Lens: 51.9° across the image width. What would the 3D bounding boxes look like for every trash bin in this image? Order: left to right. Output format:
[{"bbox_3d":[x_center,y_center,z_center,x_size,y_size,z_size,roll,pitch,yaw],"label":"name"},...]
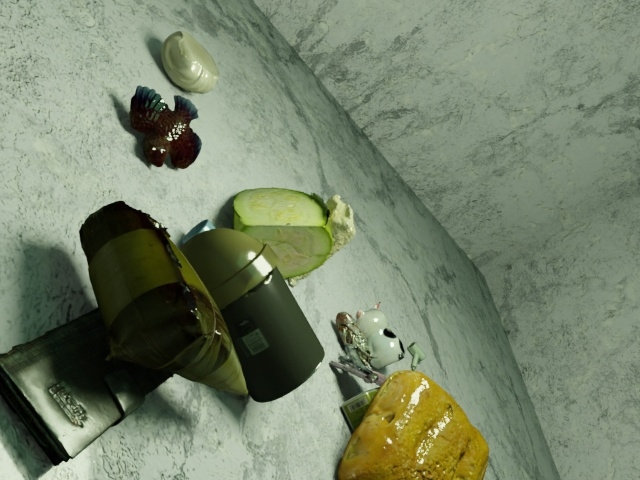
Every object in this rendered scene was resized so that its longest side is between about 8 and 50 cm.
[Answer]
[{"bbox_3d":[-0.146,0.125,1.259,0.334,0.214,0.214,56,20,-15],"label":"trash bin"}]

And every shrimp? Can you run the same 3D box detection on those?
[{"bbox_3d":[0.098,0.280,1.784,0.074,0.073,0.190,-14,74,-35],"label":"shrimp"}]

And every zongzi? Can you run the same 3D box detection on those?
[{"bbox_3d":[-0.246,0.107,1.087,0.289,0.154,0.317,60,2,35],"label":"zongzi"}]

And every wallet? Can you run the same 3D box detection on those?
[{"bbox_3d":[-0.330,0.189,0.977,0.169,0.044,0.317,54,18,1],"label":"wallet"}]

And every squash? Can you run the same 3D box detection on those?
[{"bbox_3d":[-0.101,-0.076,1.642,0.210,0.233,0.309,97,-10,-47],"label":"squash"}]

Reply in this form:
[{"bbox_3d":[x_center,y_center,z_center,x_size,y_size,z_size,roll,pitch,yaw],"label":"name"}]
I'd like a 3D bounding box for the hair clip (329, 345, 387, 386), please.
[{"bbox_3d":[0.114,0.331,1.665,0.146,0.056,0.187,23,6,-40],"label":"hair clip"}]

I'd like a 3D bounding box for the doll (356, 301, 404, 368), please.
[{"bbox_3d":[0.168,0.282,1.899,0.110,0.107,0.181,-10,60,-46],"label":"doll"}]

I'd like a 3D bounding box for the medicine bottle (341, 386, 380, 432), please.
[{"bbox_3d":[0.143,0.460,1.595,0.189,0.088,0.132,63,19,17],"label":"medicine bottle"}]

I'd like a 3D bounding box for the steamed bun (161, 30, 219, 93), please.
[{"bbox_3d":[-0.365,-0.482,1.818,0.183,0.106,0.183,50,18,-22],"label":"steamed bun"}]

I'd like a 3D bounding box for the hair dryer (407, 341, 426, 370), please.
[{"bbox_3d":[0.310,0.391,2.171,0.063,0.038,0.124,52,28,-9],"label":"hair dryer"}]

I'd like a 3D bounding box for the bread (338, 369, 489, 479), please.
[{"bbox_3d":[0.222,0.496,1.458,0.337,0.148,0.328,50,52,-12],"label":"bread"}]

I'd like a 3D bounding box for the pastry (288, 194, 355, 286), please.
[{"bbox_3d":[-0.004,-0.003,1.724,0.089,0.258,0.121,20,31,-53],"label":"pastry"}]

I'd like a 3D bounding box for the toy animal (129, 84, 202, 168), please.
[{"bbox_3d":[-0.346,-0.248,1.494,0.218,0.116,0.179,51,19,-34],"label":"toy animal"}]

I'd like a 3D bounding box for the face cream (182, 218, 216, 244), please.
[{"bbox_3d":[-0.190,0.069,1.431,0.250,0.077,0.077,50,21,-19],"label":"face cream"}]
